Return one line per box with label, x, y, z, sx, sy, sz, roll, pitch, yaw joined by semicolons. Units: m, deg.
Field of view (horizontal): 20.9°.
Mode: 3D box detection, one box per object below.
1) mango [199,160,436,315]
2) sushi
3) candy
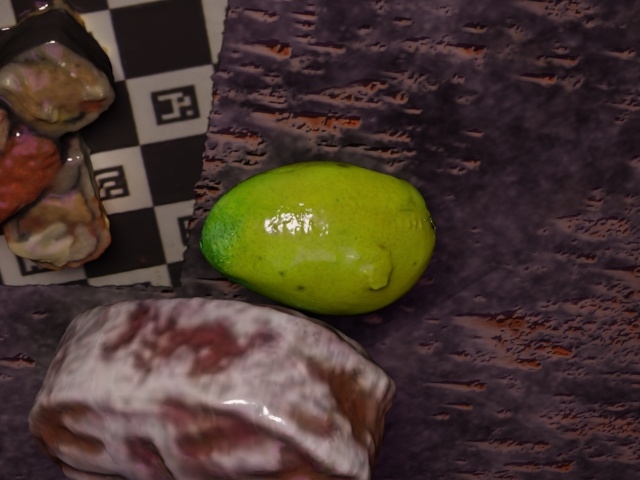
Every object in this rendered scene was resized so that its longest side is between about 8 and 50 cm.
mango;0.000;0.000;1.289;0.178;0.100;0.119;2;106;-16
sushi;-0.229;-0.066;1.204;0.320;0.068;0.339;1;133;-14
candy;-0.083;0.129;1.334;0.290;0.157;0.214;-2;144;32
